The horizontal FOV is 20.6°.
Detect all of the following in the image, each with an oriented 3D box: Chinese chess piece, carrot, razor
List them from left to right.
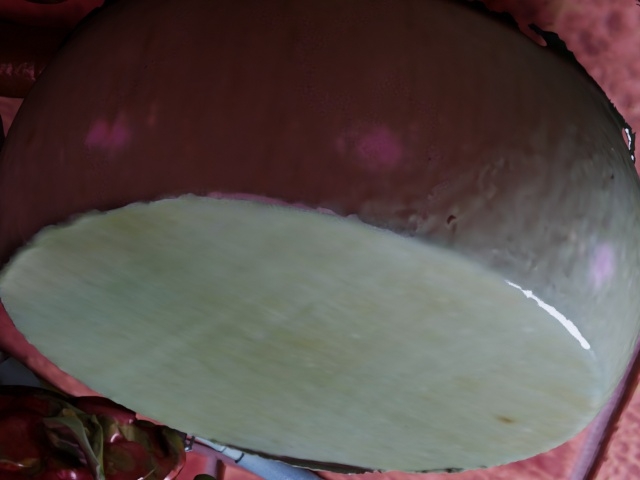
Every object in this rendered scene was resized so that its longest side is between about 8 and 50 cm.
[{"bbox_3d":[-0.139,-0.104,1.035,0.139,0.048,0.048,6,132,15],"label":"carrot"},{"bbox_3d":[-0.044,0.153,1.224,0.135,0.068,0.040,31,138,-21],"label":"razor"},{"bbox_3d":[0.000,0.000,0.943,0.349,0.146,0.349,9,152,5],"label":"Chinese chess piece"}]

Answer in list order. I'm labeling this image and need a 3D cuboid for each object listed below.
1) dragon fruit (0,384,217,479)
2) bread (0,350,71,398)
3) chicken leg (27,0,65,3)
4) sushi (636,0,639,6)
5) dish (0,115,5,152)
[{"bbox_3d":[-0.183,0.231,1.050,0.231,0.237,0.302,30,92,-8],"label":"dragon fruit"},{"bbox_3d":[-0.212,0.151,1.230,0.233,0.160,0.088,43,107,-12],"label":"bread"},{"bbox_3d":[-0.165,-0.163,0.933,0.219,0.048,0.089,37,-179,34],"label":"chicken leg"},{"bbox_3d":[0.259,-0.125,0.819,0.210,0.040,0.192,30,157,16],"label":"sushi"},{"bbox_3d":[-0.245,-0.015,1.104,0.080,0.182,0.243,-1,140,-24],"label":"dish"}]
